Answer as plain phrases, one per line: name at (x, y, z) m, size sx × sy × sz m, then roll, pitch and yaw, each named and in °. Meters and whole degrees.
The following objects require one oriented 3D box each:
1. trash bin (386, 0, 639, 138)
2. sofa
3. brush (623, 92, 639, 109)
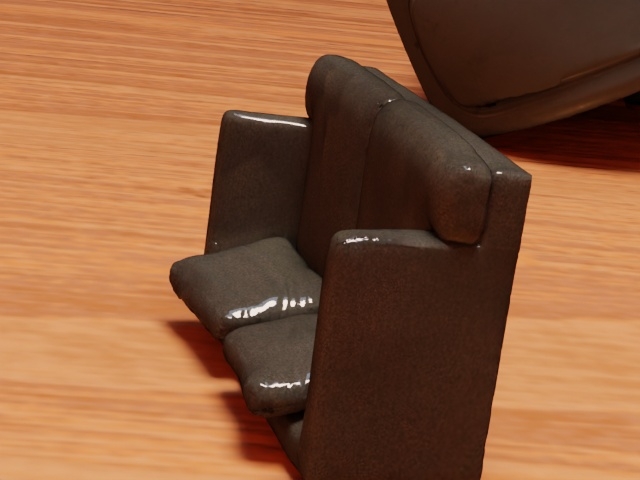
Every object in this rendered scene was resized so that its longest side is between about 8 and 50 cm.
trash bin at (0.135, -0.134, 0.876) m, size 0.176 × 0.101 × 0.236 m, roll -22°, pitch 9°, yaw 19°
sofa at (0.000, 0.000, 0.482) m, size 0.060 × 0.085 × 0.147 m, roll 5°, pitch 15°, yaw -15°
brush at (0.212, -0.118, 1.038) m, size 0.070 × 0.051 × 0.323 m, roll -17°, pitch 12°, yaw 18°
